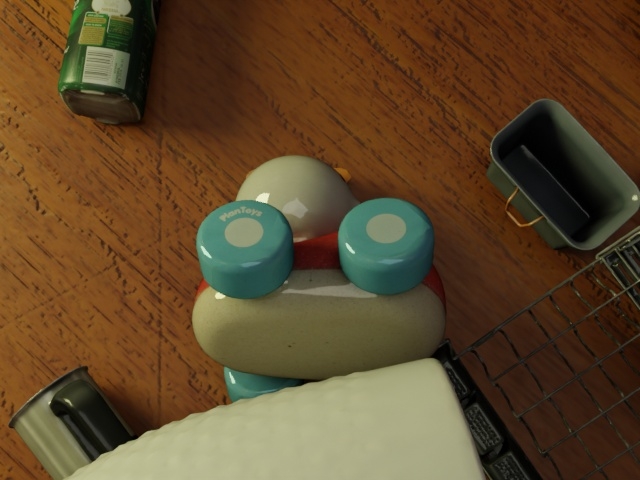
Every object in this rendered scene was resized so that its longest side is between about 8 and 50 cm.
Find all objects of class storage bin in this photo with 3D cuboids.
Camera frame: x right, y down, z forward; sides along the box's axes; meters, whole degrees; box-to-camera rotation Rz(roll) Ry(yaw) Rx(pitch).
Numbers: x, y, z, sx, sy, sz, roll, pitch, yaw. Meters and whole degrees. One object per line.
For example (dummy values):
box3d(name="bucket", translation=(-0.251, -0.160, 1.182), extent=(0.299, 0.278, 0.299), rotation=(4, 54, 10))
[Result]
box3d(name="storage bin", translation=(0.214, -0.048, 0.817), extent=(0.098, 0.091, 0.135), rotation=(-40, 82, -9))

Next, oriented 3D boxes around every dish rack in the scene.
box3d(name="dish rack", translation=(0.247, 0.123, 0.762), extent=(0.271, 0.074, 0.208), rotation=(-36, 83, 7))

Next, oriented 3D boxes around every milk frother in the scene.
box3d(name="milk frother", translation=(-0.171, 0.166, 0.768), extent=(0.135, 0.129, 0.143), rotation=(50, 38, 7))

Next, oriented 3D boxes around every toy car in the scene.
box3d(name="toy car", translation=(0.000, 0.000, 0.770), extent=(0.210, 0.219, 0.238), rotation=(-1, 50, 2))

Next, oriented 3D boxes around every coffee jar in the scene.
box3d(name="coffee jar", translation=(-0.197, -0.212, 0.830), extent=(0.079, 0.096, 0.184), rotation=(8, 78, -3))

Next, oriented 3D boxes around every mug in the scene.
box3d(name="mug", translation=(-0.036, 0.296, 0.608), extent=(0.328, 0.276, 0.374), rotation=(-13, 105, 0))
